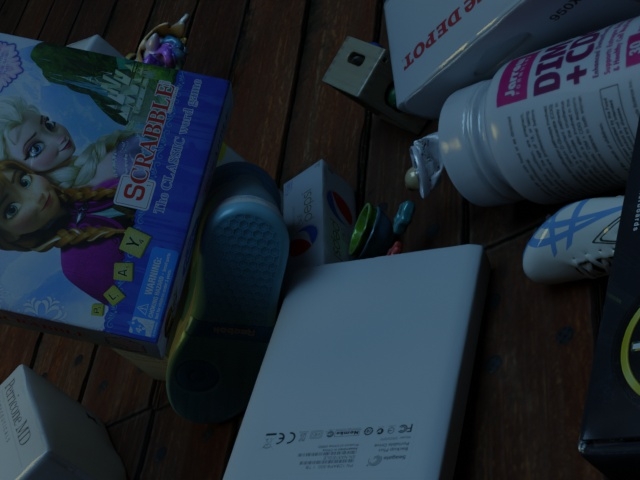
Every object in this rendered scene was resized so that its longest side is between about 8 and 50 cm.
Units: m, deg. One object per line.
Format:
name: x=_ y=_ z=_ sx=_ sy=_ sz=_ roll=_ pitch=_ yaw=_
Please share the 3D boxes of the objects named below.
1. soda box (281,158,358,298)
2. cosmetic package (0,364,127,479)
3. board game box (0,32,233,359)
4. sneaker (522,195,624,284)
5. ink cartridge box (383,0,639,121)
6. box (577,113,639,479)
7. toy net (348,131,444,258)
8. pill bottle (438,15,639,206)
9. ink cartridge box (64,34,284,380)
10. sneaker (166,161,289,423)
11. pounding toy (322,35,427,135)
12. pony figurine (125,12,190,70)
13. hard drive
soda box: x=0.000 y=0.000 z=1.481 sx=0.069 sy=0.074 sz=0.216 roll=-32 pitch=35 yaw=25
cosmetic package: x=-0.460 y=0.407 z=1.510 sx=0.453 sy=0.161 sz=0.230 roll=-46 pitch=31 yaw=1
board game box: x=-0.286 y=-0.059 z=1.297 sx=0.066 sy=0.317 sz=0.319 roll=94 pitch=-172 yaw=-68
sneaker: x=0.289 y=0.001 z=1.118 sx=0.237 sy=0.085 sz=0.086 roll=-24 pitch=46 yaw=39
ink cartridge box: x=0.208 y=-0.361 z=1.373 sx=0.285 sy=0.166 sz=0.395 roll=-38 pitch=48 yaw=47
box: x=0.340 y=-0.037 z=0.709 sx=0.318 sy=0.097 sz=0.395 roll=-10 pitch=49 yaw=42
toy net: x=0.088 y=-0.040 z=1.353 sx=0.122 sy=0.045 sz=0.232 roll=-75 pitch=10 yaw=-46
pill bottle: x=0.269 y=-0.125 z=1.204 sx=0.283 sy=0.160 sz=0.160 roll=-14 pitch=44 yaw=43
ink cartridge box: x=-0.244 y=-0.026 z=1.515 sx=0.160 sy=0.384 sz=0.279 roll=-3 pitch=52 yaw=53
sneaker: x=-0.109 y=0.052 z=1.439 sx=0.208 sy=0.127 sz=0.319 roll=-98 pitch=23 yaw=-59
pounding toy: x=0.103 y=-0.209 z=1.553 sx=0.100 sy=0.130 sz=0.141 roll=-60 pitch=31 yaw=3
pony figurine: x=-0.383 y=-0.235 z=2.076 sx=0.351 sy=0.303 sz=0.363 roll=-52 pitch=15 yaw=-24
hard drive: x=0.037 y=0.155 z=1.208 sx=0.233 sy=0.047 sz=0.353 roll=-8 pitch=41 yaw=26
